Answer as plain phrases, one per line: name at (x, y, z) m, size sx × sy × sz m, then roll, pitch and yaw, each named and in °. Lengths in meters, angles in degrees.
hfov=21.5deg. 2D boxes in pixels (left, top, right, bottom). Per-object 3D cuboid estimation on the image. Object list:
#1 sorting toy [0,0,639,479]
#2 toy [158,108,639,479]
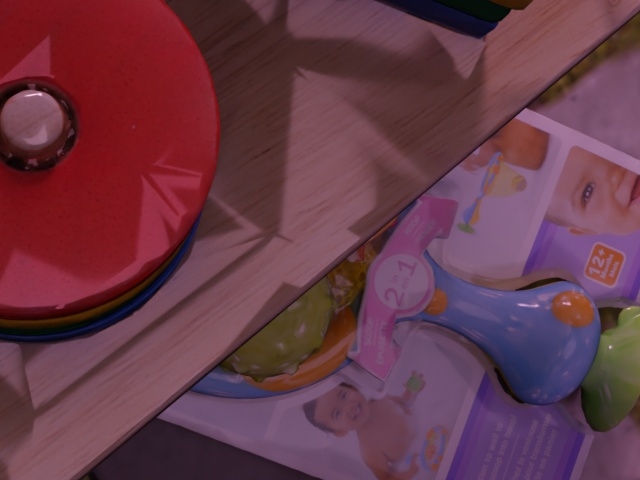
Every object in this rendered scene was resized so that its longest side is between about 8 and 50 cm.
sorting toy at (-0.060, -0.105, 0.438) m, size 0.257 × 0.089 × 0.255 m, roll -40°, pitch 89°, yaw -13°
toy at (0.000, 0.000, 0.512) m, size 0.237 × 0.056 × 0.137 m, roll 23°, pitch 84°, yaw -18°
